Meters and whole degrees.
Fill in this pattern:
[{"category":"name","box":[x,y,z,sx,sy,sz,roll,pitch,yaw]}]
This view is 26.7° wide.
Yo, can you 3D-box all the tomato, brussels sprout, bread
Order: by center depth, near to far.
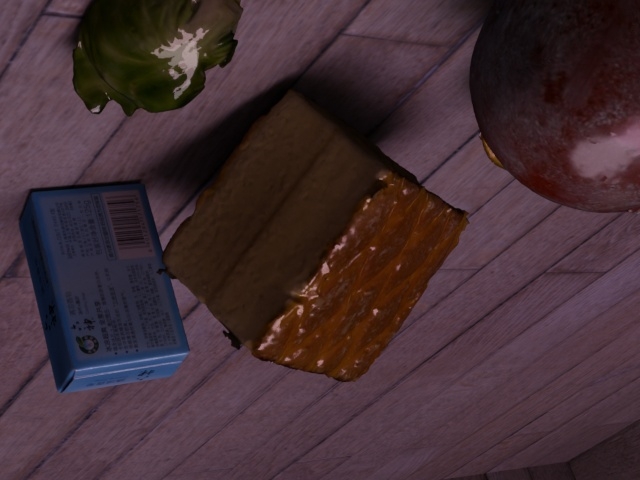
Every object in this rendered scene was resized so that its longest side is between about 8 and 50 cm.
[{"category":"brussels sprout","box":[-0.157,-0.194,1.316,0.181,0.100,0.139,-23,139,34]},{"category":"tomato","box":[0.309,-0.183,1.417,0.283,0.316,0.316,26,144,-6]},{"category":"bread","box":[0.000,0.000,1.615,0.279,0.207,0.279,-56,150,9]}]

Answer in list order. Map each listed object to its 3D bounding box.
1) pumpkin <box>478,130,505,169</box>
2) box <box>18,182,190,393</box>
[{"category":"pumpkin","box":[0.312,-0.208,1.653,0.279,0.111,0.163,-20,141,5]},{"category":"box","box":[-0.258,0.053,1.590,0.143,0.232,0.083,-6,157,-28]}]
